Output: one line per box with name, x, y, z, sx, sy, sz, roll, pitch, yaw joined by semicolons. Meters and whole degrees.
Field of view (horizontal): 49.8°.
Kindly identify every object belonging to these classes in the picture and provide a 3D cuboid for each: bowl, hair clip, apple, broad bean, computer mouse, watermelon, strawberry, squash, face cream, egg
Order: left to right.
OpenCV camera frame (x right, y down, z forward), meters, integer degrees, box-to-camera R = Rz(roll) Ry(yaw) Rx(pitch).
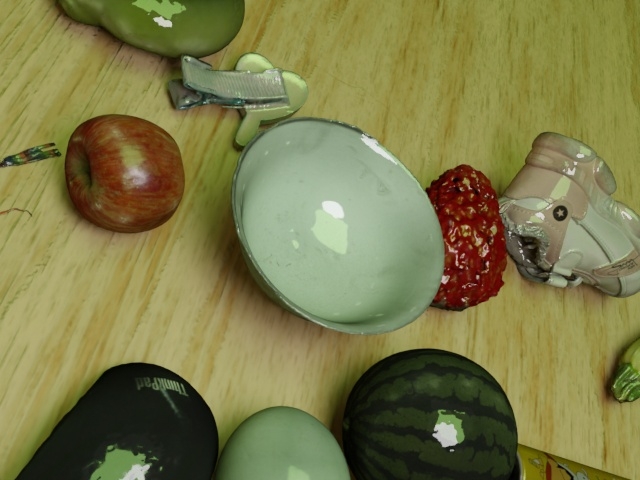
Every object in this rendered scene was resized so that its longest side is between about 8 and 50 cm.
computer mouse;-0.201;0.241;0.703;0.170;0.100;0.269;36;51;-6
apple;-0.234;-0.080;0.842;0.131;0.146;0.146;-2;65;-42
broad bean;-0.245;-0.366;1.012;0.291;0.119;0.238;-5;59;-36
hair clip;-0.113;-0.216;1.035;0.218;0.071;0.159;-5;75;-33
egg;-0.040;0.277;0.745;0.149;0.149;0.192;4;65;-29
bowl;0.000;0.000;0.931;0.313;0.146;0.313;14;59;-25
watermelon;0.129;0.234;0.836;0.212;0.212;0.212;15;57;-24
strawberry;0.204;-0.015;1.032;0.190;0.111;0.236;17;77;3
face cream;0.387;0.376;0.976;0.349;0.105;0.105;22;54;-19
squash;0.598;0.197;1.195;0.287;0.137;0.137;-7;68;-32

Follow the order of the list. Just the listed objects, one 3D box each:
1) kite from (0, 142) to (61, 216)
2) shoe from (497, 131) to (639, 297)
kite;-0.421;-0.076;0.809;0.244;0.006;0.198;-20;75;-37
shoe;0.421;-0.005;1.191;0.198;0.172;0.351;-43;112;-5
